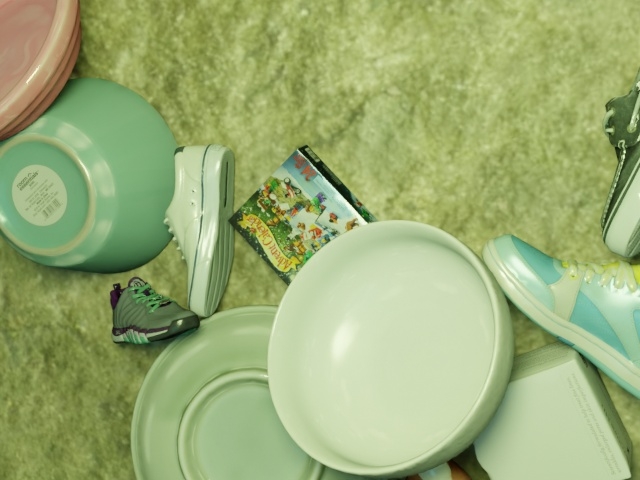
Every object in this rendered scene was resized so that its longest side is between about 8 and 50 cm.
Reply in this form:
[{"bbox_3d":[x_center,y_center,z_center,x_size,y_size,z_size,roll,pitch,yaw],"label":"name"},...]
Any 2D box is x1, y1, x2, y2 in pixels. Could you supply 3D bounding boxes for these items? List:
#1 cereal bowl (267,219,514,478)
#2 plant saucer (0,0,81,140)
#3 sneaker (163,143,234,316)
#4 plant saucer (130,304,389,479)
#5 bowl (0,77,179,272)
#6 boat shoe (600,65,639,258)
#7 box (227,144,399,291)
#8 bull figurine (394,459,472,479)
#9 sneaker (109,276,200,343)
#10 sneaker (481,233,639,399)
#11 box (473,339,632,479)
[{"bbox_3d":[0.105,0.150,1.324,0.339,0.141,0.339,-14,63,30],"label":"cereal bowl"},{"bbox_3d":[-0.469,-0.267,1.456,0.332,0.084,0.332,-15,57,25],"label":"plant saucer"},{"bbox_3d":[-0.183,-0.017,1.498,0.091,0.094,0.258,7,95,18],"label":"sneaker"},{"bbox_3d":[-0.093,0.293,1.465,0.401,0.100,0.400,0,86,6],"label":"plant saucer"},{"bbox_3d":[-0.374,-0.081,1.502,0.312,0.163,0.311,4,104,16],"label":"bowl"},{"bbox_3d":[0.412,-0.145,1.249,0.119,0.121,0.335,24,90,29],"label":"boat shoe"},{"bbox_3d":[0.000,0.000,1.460,0.233,0.044,0.159,47,112,3],"label":"box"},{"bbox_3d":[0.187,0.376,1.407,0.101,0.188,0.310,-30,78,-12],"label":"bull figurine"},{"bbox_3d":[-0.263,0.102,1.514,0.224,0.083,0.098,-10,92,51],"label":"sneaker"},{"bbox_3d":[0.384,0.047,1.305,0.319,0.127,0.208,36,114,-3],"label":"sneaker"},{"bbox_3d":[0.307,0.251,1.380,0.182,0.119,0.181,-24,95,22],"label":"box"}]
